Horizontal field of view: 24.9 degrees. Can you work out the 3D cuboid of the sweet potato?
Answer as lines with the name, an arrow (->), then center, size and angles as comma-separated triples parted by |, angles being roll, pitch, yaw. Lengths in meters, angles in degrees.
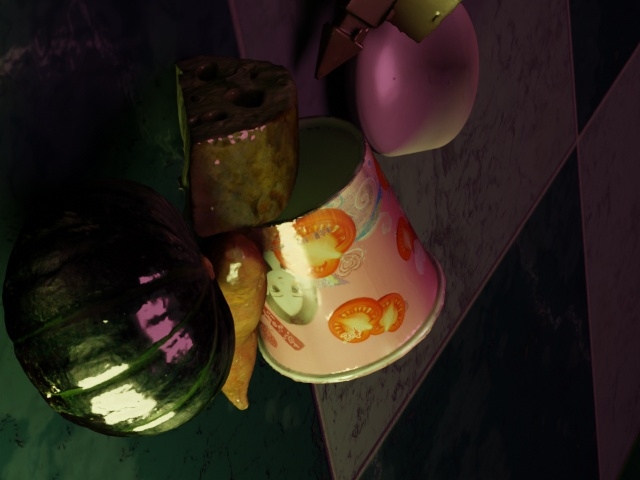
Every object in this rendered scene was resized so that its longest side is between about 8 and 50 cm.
sweet potato -> -0.110, 0.073, 1.567 | 0.095, 0.106, 0.355 | -30, 156, -19

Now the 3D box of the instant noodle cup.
instant noodle cup -> 0.000, 0.000, 1.669 | 0.243, 0.243, 0.231 | -58, 139, -36

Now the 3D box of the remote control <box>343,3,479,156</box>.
remote control -> 0.127, -0.229, 1.952 | 0.332, 0.103, 0.221 | -16, 107, -60

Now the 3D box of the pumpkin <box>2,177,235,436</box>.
pumpkin -> -0.194, 0.064, 1.349 | 0.250, 0.216, 0.250 | 42, 37, -44

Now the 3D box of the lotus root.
lotus root -> -0.087, -0.103, 1.474 | 0.235, 0.138, 0.119 | -97, 180, -61

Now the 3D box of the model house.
model house -> 0.054, -0.306, 1.767 | 0.181, 0.176, 0.248 | 32, 92, -20
